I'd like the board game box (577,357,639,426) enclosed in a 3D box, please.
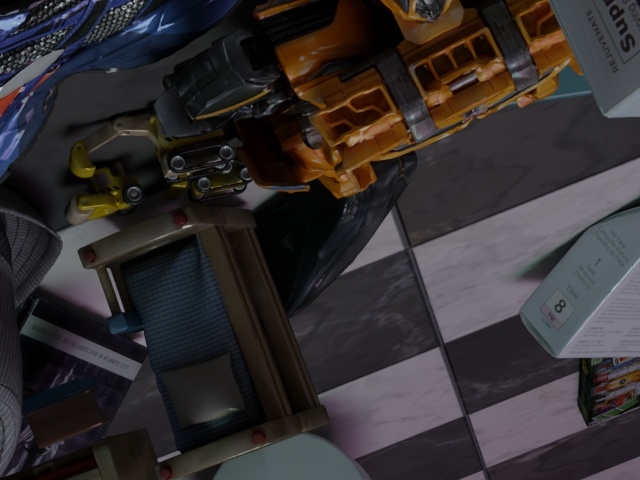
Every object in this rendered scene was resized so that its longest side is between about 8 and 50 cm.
[{"bbox_3d":[0.292,0.100,1.744,0.136,0.030,0.259,-23,161,-1],"label":"board game box"}]

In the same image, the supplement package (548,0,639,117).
[{"bbox_3d":[0.196,-0.188,0.616,0.199,0.198,0.263,-4,154,-42],"label":"supplement package"}]

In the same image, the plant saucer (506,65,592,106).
[{"bbox_3d":[0.149,-0.098,1.082,0.192,0.018,0.067,-9,157,-28],"label":"plant saucer"}]

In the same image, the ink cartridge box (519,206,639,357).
[{"bbox_3d":[0.273,-0.010,1.429,0.189,0.066,0.232,4,128,-50],"label":"ink cartridge box"}]

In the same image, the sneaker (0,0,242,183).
[{"bbox_3d":[-0.133,-0.082,0.761,0.221,0.083,0.087,-36,149,16],"label":"sneaker"}]

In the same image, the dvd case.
[{"bbox_3d":[-0.188,0.144,1.174,0.221,0.018,0.164,-62,158,-3],"label":"dvd case"}]

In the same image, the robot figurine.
[{"bbox_3d":[0.043,-0.079,0.813,0.211,0.085,0.291,-27,180,2],"label":"robot figurine"}]

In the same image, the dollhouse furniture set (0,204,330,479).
[{"bbox_3d":[-0.114,0.075,1.064,0.184,0.129,0.129,-22,174,12],"label":"dollhouse furniture set"}]

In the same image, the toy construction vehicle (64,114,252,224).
[{"bbox_3d":[-0.079,-0.039,0.986,0.098,0.035,0.086,-13,170,-15],"label":"toy construction vehicle"}]

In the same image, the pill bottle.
[{"bbox_3d":[-0.020,0.246,1.617,0.153,0.153,0.264,-19,161,-5],"label":"pill bottle"}]

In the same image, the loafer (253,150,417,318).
[{"bbox_3d":[0.000,0.000,1.126,0.061,0.062,0.170,-14,161,-33],"label":"loafer"}]

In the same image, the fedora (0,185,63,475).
[{"bbox_3d":[-0.236,0.078,0.986,0.244,0.124,0.275,-3,154,-41],"label":"fedora"}]
